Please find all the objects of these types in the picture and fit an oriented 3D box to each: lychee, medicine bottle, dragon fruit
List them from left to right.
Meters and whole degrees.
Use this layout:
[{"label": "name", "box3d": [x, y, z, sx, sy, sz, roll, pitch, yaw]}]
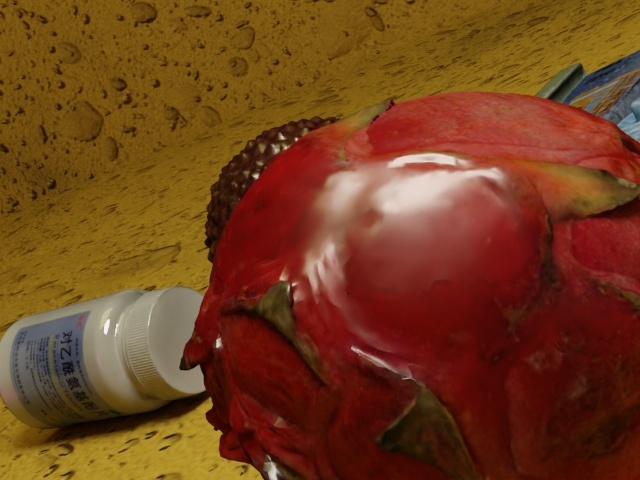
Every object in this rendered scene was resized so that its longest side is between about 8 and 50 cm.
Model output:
[{"label": "medicine bottle", "box3d": [-0.177, 0.098, 1.042, 0.186, 0.103, 0.103, -14, 18, 37]}, {"label": "lychee", "box3d": [0.000, 0.000, 0.975, 0.188, 0.188, 0.188, -24, 14, 6]}, {"label": "dragon fruit", "box3d": [0.064, 0.044, 0.588, 0.252, 0.241, 0.241, -11, 16, 5]}]

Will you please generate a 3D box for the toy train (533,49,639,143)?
[{"label": "toy train", "box3d": [0.226, -0.059, 0.894, 0.202, 0.131, 0.299, -23, 11, 39]}]
